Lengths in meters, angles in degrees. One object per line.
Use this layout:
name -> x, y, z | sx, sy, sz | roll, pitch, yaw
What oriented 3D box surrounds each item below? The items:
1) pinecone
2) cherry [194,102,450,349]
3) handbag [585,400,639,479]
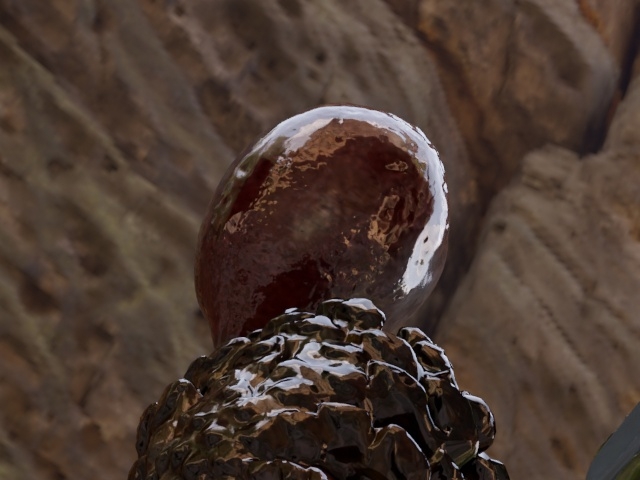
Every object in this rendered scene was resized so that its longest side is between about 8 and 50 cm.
pinecone -> -0.003, 0.190, 1.164 | 0.298, 0.296, 0.242 | 6, -54, 44
cherry -> 0.000, 0.000, 1.416 | 0.203, 0.300, 0.230 | 39, -34, 15
handbag -> 0.388, 0.214, 1.381 | 0.241, 0.222, 0.263 | 35, -79, 5
